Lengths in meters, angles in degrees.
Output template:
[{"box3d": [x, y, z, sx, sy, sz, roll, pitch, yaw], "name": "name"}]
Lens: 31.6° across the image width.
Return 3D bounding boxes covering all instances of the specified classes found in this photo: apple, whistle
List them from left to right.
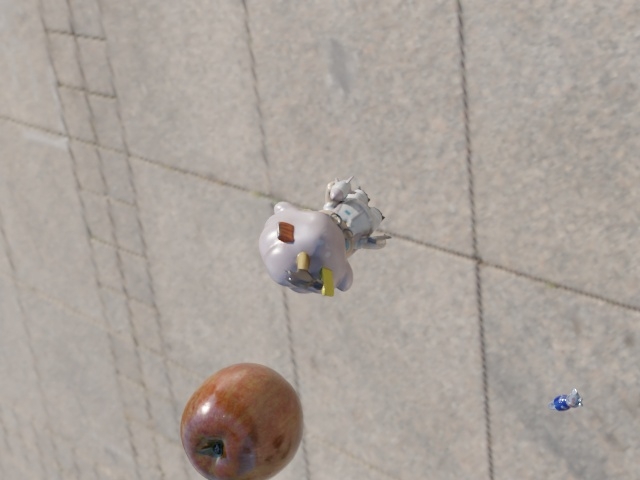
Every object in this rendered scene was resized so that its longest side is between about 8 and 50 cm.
[{"box3d": [-0.124, 0.291, 1.767, 0.188, 0.174, 0.188, 11, 116, 24], "name": "apple"}, {"box3d": [0.414, 0.273, 1.916, 0.083, 0.029, 0.033, -32, 75, 56], "name": "whistle"}]

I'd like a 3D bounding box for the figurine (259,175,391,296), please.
[{"box3d": [0.000, 0.000, 1.414, 0.112, 0.229, 0.137, -34, 92, 43], "name": "figurine"}]
